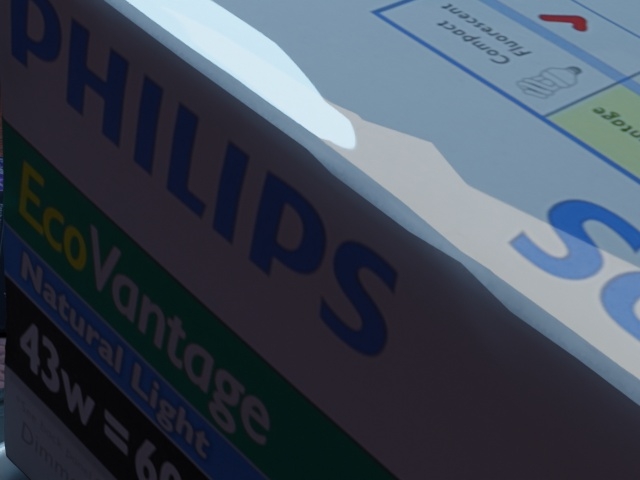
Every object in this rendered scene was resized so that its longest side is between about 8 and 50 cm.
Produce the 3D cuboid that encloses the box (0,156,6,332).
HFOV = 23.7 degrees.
[{"bbox_3d":[-0.197,0.003,1.165,0.207,0.108,0.153,3,11,-28],"label":"box"}]

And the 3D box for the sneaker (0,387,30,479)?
[{"bbox_3d":[-0.163,0.130,0.594,0.295,0.105,0.147,-24,-1,-37],"label":"sneaker"}]

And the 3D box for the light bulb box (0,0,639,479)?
[{"bbox_3d":[0.140,0.025,0.498,0.361,0.225,0.358,-26,50,-36],"label":"light bulb box"}]
